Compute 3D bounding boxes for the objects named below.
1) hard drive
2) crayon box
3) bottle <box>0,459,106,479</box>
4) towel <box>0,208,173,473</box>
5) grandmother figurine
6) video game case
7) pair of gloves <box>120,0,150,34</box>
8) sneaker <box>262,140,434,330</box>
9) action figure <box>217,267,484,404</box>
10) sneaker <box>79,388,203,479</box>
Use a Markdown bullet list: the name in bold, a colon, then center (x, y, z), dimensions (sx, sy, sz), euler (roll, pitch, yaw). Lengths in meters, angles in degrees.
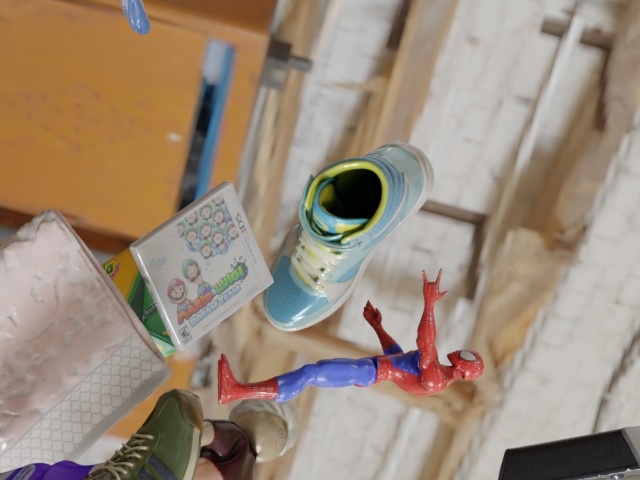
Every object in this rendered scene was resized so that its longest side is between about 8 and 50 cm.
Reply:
- **hard drive**: center (0.292, 0.236, 1.690), dimensions (0.254, 0.172, 0.054), euler (20, 59, -64)
- **crayon box**: center (-0.325, 0.129, 2.432), dimensions (0.278, 0.081, 0.165), euler (-29, -133, 36)
- **bottle**: center (-0.321, 0.296, 1.717), dimensions (0.092, 0.282, 0.118), euler (60, 32, -18)
- **towel**: center (-0.363, 0.167, 1.893), dimensions (0.332, 0.053, 0.317), euler (-42, 133, -11)
- **grandmother figurine**: center (-0.133, 0.300, 1.929), dimensions (0.342, 0.104, 0.208), euler (-45, 153, -44)
- **video game case**: center (-0.138, 0.029, 1.891), dimensions (0.157, 0.019, 0.143), euler (-37, 116, -32)
- **pair of gloves**: center (-0.218, -0.308, 1.627), dimensions (0.159, 0.023, 0.198), euler (89, -24, -64)
- **sneaker**: center (0.000, 0.000, 2.098), dimensions (0.319, 0.127, 0.208), euler (-52, 166, 18)
- **action figure**: center (0.034, 0.102, 1.683), dimensions (0.091, 0.280, 0.139), euler (129, -39, -79)
- **sneaker**: center (-0.160, 0.206, 1.343), dimensions (0.064, 0.086, 0.192), euler (-16, -125, 52)
